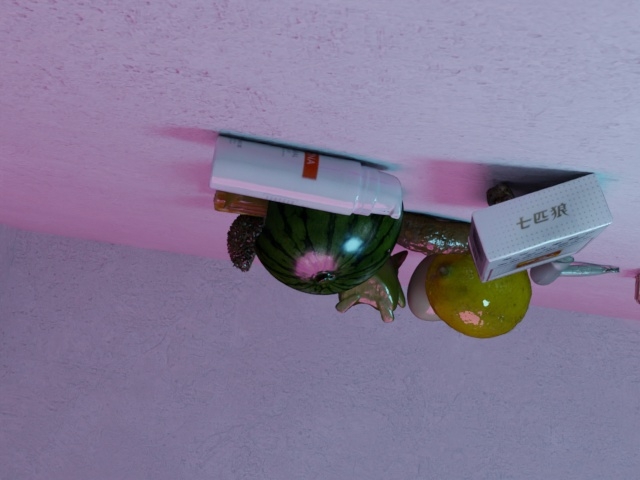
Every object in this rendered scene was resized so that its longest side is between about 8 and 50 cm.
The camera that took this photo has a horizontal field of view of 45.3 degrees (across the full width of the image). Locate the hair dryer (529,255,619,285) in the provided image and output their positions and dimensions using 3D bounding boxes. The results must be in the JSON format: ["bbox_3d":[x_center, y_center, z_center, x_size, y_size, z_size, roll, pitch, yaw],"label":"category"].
[{"bbox_3d":[0.713,0.075,2.102,0.237,0.075,0.206,2,166,-3],"label":"hair dryer"}]

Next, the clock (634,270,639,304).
[{"bbox_3d":[0.957,0.138,2.117,0.162,0.093,0.166,3,170,18],"label":"clock"}]

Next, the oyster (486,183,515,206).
[{"bbox_3d":[0.336,-0.070,1.393,0.038,0.081,0.083,-21,-150,-18],"label":"oyster"}]

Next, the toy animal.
[{"bbox_3d":[0.164,0.117,2.243,0.181,0.180,0.363,4,-172,13],"label":"toy animal"}]

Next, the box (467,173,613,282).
[{"bbox_3d":[0.380,-0.011,1.386,0.210,0.095,0.330,-18,167,7],"label":"box"}]

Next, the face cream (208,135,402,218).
[{"bbox_3d":[-0.022,-0.109,1.375,0.345,0.102,0.102,9,172,-8],"label":"face cream"}]

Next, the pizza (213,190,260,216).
[{"bbox_3d":[-0.211,-0.097,1.874,0.134,0.046,0.175,2,170,31],"label":"pizza"}]

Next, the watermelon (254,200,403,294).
[{"bbox_3d":[0.017,0.016,1.582,0.330,0.189,0.331,1,155,1],"label":"watermelon"}]

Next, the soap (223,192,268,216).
[{"bbox_3d":[-0.085,-0.091,1.672,0.233,0.076,0.135,11,172,-22],"label":"soap"}]

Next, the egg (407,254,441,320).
[{"bbox_3d":[0.355,0.129,2.230,0.186,0.242,0.186,37,-161,-15],"label":"egg"}]

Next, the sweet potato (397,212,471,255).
[{"bbox_3d":[0.256,-0.011,1.807,0.341,0.092,0.114,10,-171,-5],"label":"sweet potato"}]

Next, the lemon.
[{"bbox_3d":[0.409,0.122,2.004,0.310,0.258,0.258,22,166,-34],"label":"lemon"}]

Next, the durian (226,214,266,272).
[{"bbox_3d":[-0.154,-0.009,1.983,0.196,0.196,0.167,12,143,-24],"label":"durian"}]
